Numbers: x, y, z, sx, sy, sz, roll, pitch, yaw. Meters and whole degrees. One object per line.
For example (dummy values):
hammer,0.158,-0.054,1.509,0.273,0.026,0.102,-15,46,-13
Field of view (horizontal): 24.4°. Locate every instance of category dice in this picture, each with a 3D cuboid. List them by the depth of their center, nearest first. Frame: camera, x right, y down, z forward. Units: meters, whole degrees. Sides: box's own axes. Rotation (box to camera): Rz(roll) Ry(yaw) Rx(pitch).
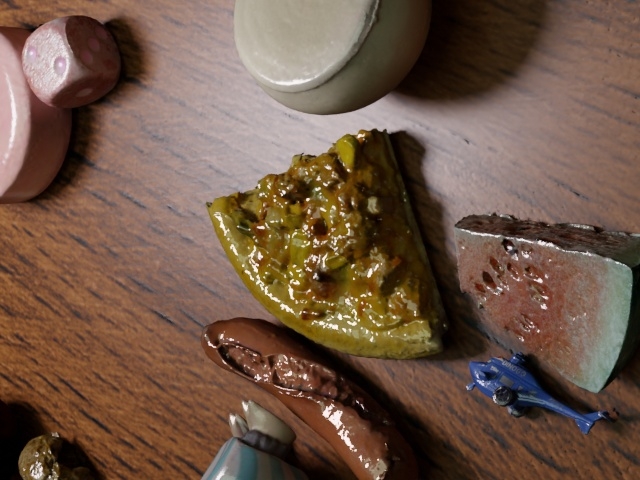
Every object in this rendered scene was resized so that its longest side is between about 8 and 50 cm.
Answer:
dice,-0.317,-0.228,1.892,0.094,0.093,0.091,-33,73,33

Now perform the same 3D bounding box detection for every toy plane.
toy plane,0.221,0.157,1.528,0.167,0.054,0.062,25,83,35

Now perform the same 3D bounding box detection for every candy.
candy,-0.437,-0.175,1.988,0.255,0.094,0.255,3,95,39

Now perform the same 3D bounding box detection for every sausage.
sausage,-0.011,0.175,1.684,0.326,0.087,0.079,36,155,33

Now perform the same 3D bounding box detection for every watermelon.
watermelon,0.226,0.040,1.501,0.241,0.094,0.154,27,119,35

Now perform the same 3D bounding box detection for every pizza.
pizza,0.002,0.034,1.671,0.257,0.087,0.268,-26,79,39

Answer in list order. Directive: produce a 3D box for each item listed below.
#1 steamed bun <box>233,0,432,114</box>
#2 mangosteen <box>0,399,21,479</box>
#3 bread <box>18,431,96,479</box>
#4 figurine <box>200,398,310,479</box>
steamed bun,0.025,-0.243,1.589,0.231,0.145,0.232,-11,72,38
mangosteen,-0.503,0.275,2.037,0.199,0.200,0.200,3,95,38
bread,-0.353,0.302,1.966,0.113,0.082,0.060,42,114,24
figurine,-0.027,0.435,1.671,0.377,0.361,0.266,33,160,-6
